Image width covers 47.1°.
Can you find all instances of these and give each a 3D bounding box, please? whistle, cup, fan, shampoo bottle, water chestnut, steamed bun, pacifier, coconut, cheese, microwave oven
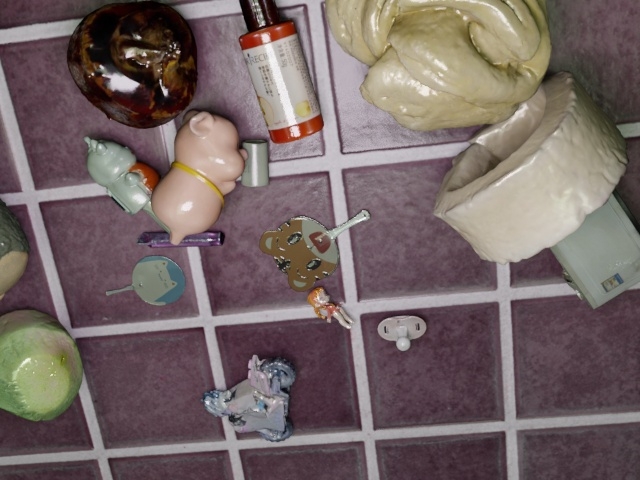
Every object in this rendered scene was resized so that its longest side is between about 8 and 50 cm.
[{"bbox_3d":[-0.280,-0.002,1.474,0.176,0.033,0.033,-1,110,4],"label":"whistle"},{"bbox_3d":[-0.130,-0.150,1.407,0.054,0.074,0.083,-12,111,-36],"label":"cup"},{"bbox_3d":[0.000,0.000,1.468,0.226,0.008,0.153,-32,104,15],"label":"fan"},{"bbox_3d":[-0.357,-0.104,1.405,0.105,0.102,0.253,-40,100,13],"label":"whistle"},{"bbox_3d":[-0.080,-0.319,1.307,0.104,0.104,0.278,-15,108,9],"label":"shampoo bottle"},{"bbox_3d":[-0.312,-0.312,1.267,0.223,0.238,0.224,3,84,-32],"label":"water chestnut"},{"bbox_3d":[-0.366,0.091,1.528,0.175,0.005,0.113,-15,109,7],"label":"fan"},{"bbox_3d":[0.187,-0.350,1.186,0.324,0.230,0.373,-27,88,14],"label":"steamed bun"},{"bbox_3d":[0.167,0.193,1.493,0.099,0.078,0.082,-7,131,6],"label":"pacifier"},{"bbox_3d":[-0.597,0.251,1.500,0.235,0.236,0.205,19,87,-3],"label":"coconut"},{"bbox_3d":[0.351,-0.128,1.248,0.153,0.332,0.292,44,134,-11],"label":"cheese"},{"bbox_3d":[0.501,-0.007,1.368,0.163,0.129,0.205,-35,104,13],"label":"microwave oven"}]

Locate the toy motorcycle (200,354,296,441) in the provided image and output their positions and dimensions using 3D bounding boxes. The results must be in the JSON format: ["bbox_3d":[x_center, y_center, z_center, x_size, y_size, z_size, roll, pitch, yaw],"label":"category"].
[{"bbox_3d":[-0.155,0.334,1.547,0.203,0.108,0.239,6,110,2],"label":"toy motorcycle"}]

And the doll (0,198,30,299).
[{"bbox_3d":[-0.724,-0.026,1.399,0.247,0.247,0.350,-35,95,15],"label":"doll"}]

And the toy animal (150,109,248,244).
[{"bbox_3d":[-0.224,-0.110,1.346,0.149,0.165,0.248,14,93,-30],"label":"toy animal"}]

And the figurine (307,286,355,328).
[{"bbox_3d":[0.020,0.141,1.494,0.109,0.064,0.047,39,129,0],"label":"figurine"}]
